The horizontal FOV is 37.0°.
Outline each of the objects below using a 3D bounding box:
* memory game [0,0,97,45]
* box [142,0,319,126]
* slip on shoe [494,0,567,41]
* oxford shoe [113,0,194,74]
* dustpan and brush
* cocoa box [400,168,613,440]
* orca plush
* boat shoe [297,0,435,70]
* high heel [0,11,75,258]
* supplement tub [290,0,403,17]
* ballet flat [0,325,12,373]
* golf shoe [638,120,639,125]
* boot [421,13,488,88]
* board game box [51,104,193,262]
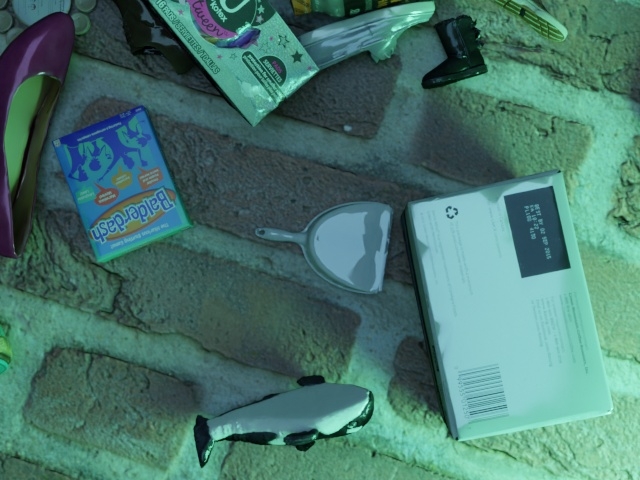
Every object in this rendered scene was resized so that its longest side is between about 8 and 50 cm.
[{"bbox_3d":[-0.459,-0.397,1.579,0.186,0.012,0.186,0,86,1],"label":"memory game"},{"bbox_3d":[-0.140,-0.320,1.443,0.142,0.163,0.247,-41,117,-1],"label":"box"},{"bbox_3d":[0.345,-0.373,1.544,0.135,0.051,0.041,34,76,9],"label":"slip on shoe"},{"bbox_3d":[-0.292,-0.352,1.538,0.227,0.083,0.096,40,90,3],"label":"oxford shoe"},{"bbox_3d":[0.000,0.000,1.531,0.211,0.060,0.147,9,86,-5],"label":"dustpan and brush"},{"bbox_3d":[0.264,0.095,1.427,0.231,0.228,0.347,-11,87,1],"label":"cocoa box"},{"bbox_3d":[-0.049,0.305,1.488,0.287,0.151,0.102,-20,118,-3],"label":"orca plush"},{"bbox_3d":[0.079,-0.324,1.538,0.227,0.079,0.081,-17,103,1],"label":"boat shoe"},{"bbox_3d":[-0.443,-0.162,1.495,0.181,0.127,0.377,34,102,24],"label":"high heel"},{"bbox_3d":[0.092,-0.461,1.480,0.316,0.193,0.193,-14,87,1],"label":"supplement tub"},{"bbox_3d":[-0.653,0.218,1.508,0.348,0.123,0.123,-26,87,0],"label":"ballet flat"},{"bbox_3d":[0.552,-0.169,1.528,0.086,0.069,0.176,3,84,21],"label":"golf shoe"},{"bbox_3d":[0.207,-0.305,1.543,0.121,0.045,0.099,-17,89,-7],"label":"boot"},{"bbox_3d":[-0.318,-0.090,1.540,0.160,0.047,0.210,-22,87,0],"label":"board game box"}]
